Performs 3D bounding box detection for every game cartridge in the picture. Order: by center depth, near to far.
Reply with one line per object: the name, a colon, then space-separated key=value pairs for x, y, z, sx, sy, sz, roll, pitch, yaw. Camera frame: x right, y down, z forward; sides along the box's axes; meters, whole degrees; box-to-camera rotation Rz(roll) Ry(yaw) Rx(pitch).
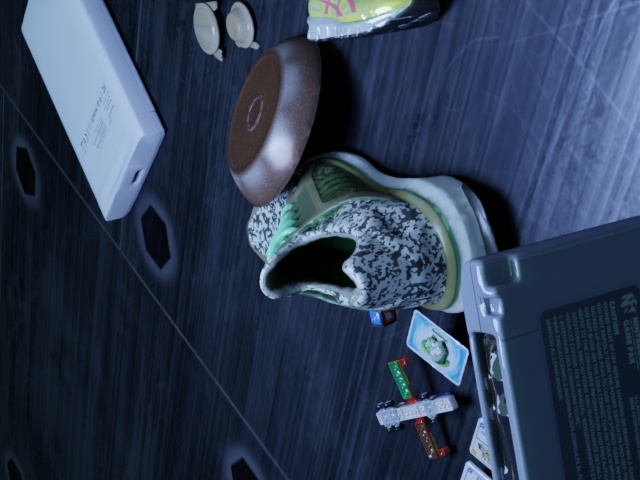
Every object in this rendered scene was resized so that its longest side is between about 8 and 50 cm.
game cartridge: x=0.223 y=0.139 z=1.128 sx=0.062 sy=0.198 sz=0.297 roll=1 pitch=103 yaw=59

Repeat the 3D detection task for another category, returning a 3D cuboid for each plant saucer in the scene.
plant saucer: x=-0.058 y=-0.136 z=1.566 sx=0.198 sy=0.036 sz=0.198 roll=-46 pitch=35 yaw=47

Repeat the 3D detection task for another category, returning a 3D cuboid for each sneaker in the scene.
sneaker: x=0.041 y=-0.245 z=1.391 sx=0.208 sy=0.081 sz=0.094 roll=9 pitch=108 yaw=59
sneaker: x=0.000 y=0.000 z=1.466 sx=0.410 sy=0.182 sz=0.158 roll=5 pitch=107 yaw=60

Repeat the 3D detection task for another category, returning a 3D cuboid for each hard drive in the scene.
hard drive: x=-0.338 y=-0.236 z=2.077 sx=0.353 sy=0.047 sz=0.233 roll=63 pitch=149 yaw=20

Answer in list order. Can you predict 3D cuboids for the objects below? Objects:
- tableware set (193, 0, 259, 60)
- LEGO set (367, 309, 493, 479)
tableware set: x=-0.122 y=-0.297 z=1.707 sx=0.141 sy=0.020 sz=0.168 roll=19 pitch=120 yaw=58
LEGO set: x=0.138 y=0.163 z=1.460 sx=0.244 sy=0.060 sz=0.182 roll=37 pitch=134 yaw=31
